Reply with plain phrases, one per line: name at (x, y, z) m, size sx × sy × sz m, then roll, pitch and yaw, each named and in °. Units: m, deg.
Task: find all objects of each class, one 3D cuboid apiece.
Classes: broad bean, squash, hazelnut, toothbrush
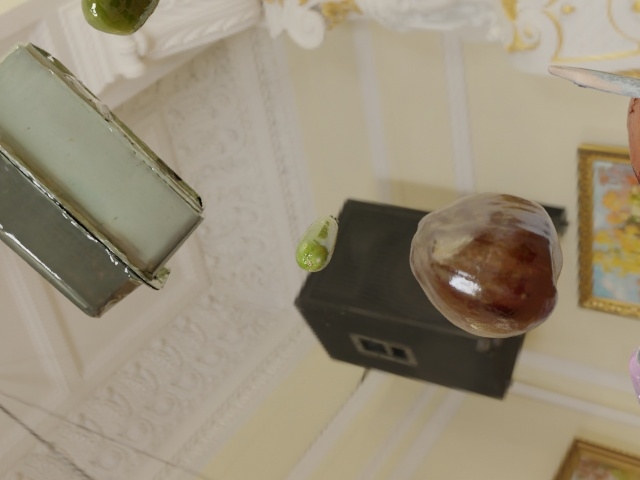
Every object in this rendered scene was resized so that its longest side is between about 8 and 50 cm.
broad bean at (-0.296, -0.399, 1.408) m, size 0.124 × 0.082 × 0.174 m, roll 3°, pitch -71°, yaw -36°
squash at (0.000, 0.000, 1.720) m, size 0.201 × 0.066 × 0.066 m, roll -59°, pitch -30°, yaw -64°
hazelnut at (0.235, 0.023, 1.330) m, size 0.234 × 0.218 × 0.218 m, roll -125°, pitch 41°, yaw -79°
toothbrush at (0.405, -0.139, 0.957) m, size 0.028 × 0.375 × 0.037 m, roll -19°, pitch -59°, yaw -49°

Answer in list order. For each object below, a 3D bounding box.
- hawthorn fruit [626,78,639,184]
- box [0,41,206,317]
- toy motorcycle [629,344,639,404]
hawthorn fruit at (0.447, -0.098, 1.043) m, size 0.299 × 0.211 × 0.211 m, roll -64°, pitch -32°, yaw -42°
box at (-0.264, -0.063, 0.984) m, size 0.290 × 0.220 × 0.166 m, roll 44°, pitch -91°, yaw -10°
toy motorcycle at (0.478, 0.183, 1.027) m, size 0.143 × 0.327 × 0.188 m, roll -57°, pitch 1°, yaw -26°
